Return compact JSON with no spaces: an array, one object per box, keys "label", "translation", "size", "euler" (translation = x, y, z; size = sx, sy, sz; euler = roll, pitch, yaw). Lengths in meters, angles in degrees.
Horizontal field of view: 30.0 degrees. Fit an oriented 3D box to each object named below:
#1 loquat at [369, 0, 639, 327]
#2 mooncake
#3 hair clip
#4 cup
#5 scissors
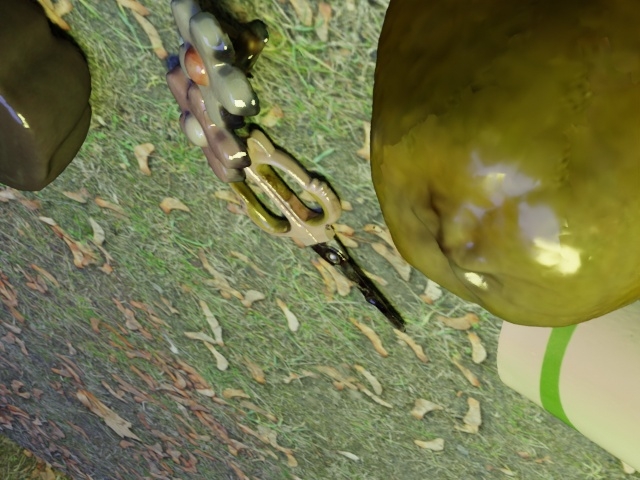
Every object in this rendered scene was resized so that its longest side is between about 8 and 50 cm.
[{"label":"loquat","translation":[0.160,-0.094,0.803],"size":[0.276,0.284,0.276],"euler":[28,156,14]},{"label":"mooncake","translation":[-0.372,-0.177,1.368],"size":[0.245,0.133,0.245],"euler":[26,150,16]},{"label":"hair clip","translation":[-0.105,-0.149,1.198],"size":[0.146,0.075,0.257],"euler":[51,153,13]},{"label":"cup","translation":[0.306,0.098,0.986],"size":[0.274,0.253,0.253],"euler":[25,149,30]},{"label":"scissors","translation":[0.000,0.000,1.356],"size":[0.317,0.024,0.160],"euler":[48,148,-21]}]
